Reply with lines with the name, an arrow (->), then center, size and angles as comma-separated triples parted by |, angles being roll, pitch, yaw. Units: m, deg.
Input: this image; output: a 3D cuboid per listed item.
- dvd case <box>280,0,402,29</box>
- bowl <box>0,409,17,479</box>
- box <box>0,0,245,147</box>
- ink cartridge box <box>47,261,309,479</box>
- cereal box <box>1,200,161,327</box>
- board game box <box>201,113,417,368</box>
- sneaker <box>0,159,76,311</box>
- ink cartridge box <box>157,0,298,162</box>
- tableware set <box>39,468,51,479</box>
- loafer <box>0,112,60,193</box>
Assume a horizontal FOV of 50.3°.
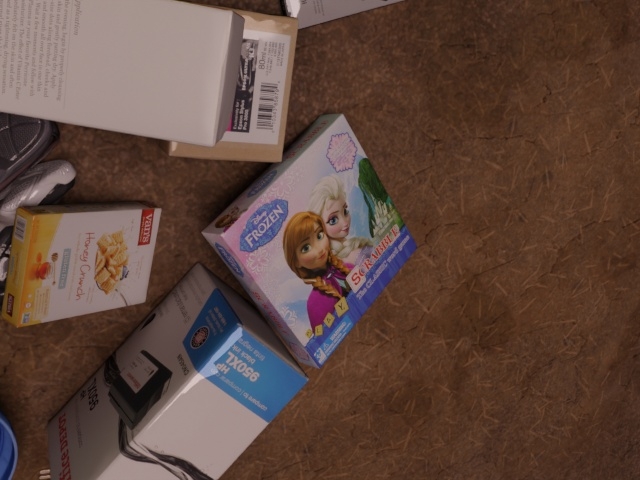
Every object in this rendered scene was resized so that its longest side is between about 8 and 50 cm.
dvd case -> 0.036, -0.463, 1.119 | 0.239, 0.029, 0.179 | -20, 115, -16
bowl -> -0.666, 0.344, 1.013 | 0.391, 0.077, 0.391 | -20, 134, -22
box -> -0.287, -0.243, 0.891 | 0.346, 0.215, 0.168 | 9, 105, -5
ink cartridge box -> -0.247, 0.267, 1.111 | 0.395, 0.285, 0.166 | -48, 118, -2
cereal box -> -0.359, 0.029, 1.047 | 0.240, 0.047, 0.172 | -9, 117, -56
board game box -> 0.000, 0.000, 1.191 | 0.318, 0.066, 0.318 | -49, 122, -25
sneaker -> -0.450, 0.004, 1.040 | 0.269, 0.101, 0.153 | -41, 125, -4
ink cartridge box -> -0.149, -0.248, 1.082 | 0.193, 0.088, 0.234 | -1, 109, -25
tableware set -> -0.437, 0.459, 1.248 | 0.154, 0.024, 0.103 | 1, 108, -24
loafer -> -0.506, -0.081, 0.985 | 0.303, 0.095, 0.109 | -37, 84, -4
